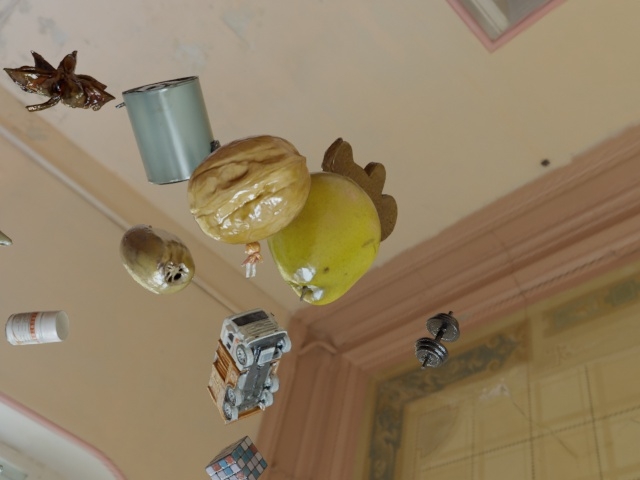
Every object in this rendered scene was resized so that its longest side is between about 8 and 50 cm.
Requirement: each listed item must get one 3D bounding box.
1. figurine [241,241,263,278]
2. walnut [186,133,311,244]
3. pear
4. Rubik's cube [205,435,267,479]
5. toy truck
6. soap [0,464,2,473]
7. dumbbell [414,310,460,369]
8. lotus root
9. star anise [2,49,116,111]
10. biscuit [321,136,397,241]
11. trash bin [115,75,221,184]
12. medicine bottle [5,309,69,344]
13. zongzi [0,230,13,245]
[{"bbox_3d":[-0.176,0.051,1.699,0.047,0.064,0.109,39,-50,47],"label":"figurine"},{"bbox_3d":[-0.110,-0.079,1.017,0.207,0.159,0.159,-28,-152,17],"label":"walnut"},{"bbox_3d":[-0.010,-0.009,1.489,0.285,0.284,0.336,-28,-176,41],"label":"pear"},{"bbox_3d":[-0.201,0.543,1.561,0.092,0.092,0.092,-35,180,24],"label":"Rubik's cube"},{"bbox_3d":[-0.244,0.392,2.089,0.207,0.173,0.387,46,-47,35],"label":"toy truck"},{"bbox_3d":[-0.674,0.412,1.125,0.063,0.198,0.114,27,-91,49],"label":"soap"},{"bbox_3d":[0.321,0.271,1.784,0.099,0.099,0.208,-21,-155,49],"label":"dumbbell"},{"bbox_3d":[-0.447,0.041,1.736,0.343,0.169,0.151,27,-84,55],"label":"lotus root"},{"bbox_3d":[-0.562,-0.342,1.435,0.196,0.213,0.111,-61,167,-48],"label":"star anise"},{"bbox_3d":[0.098,-0.102,1.864,0.064,0.432,0.282,18,-92,34],"label":"biscuit"},{"bbox_3d":[-0.417,-0.313,1.841,0.277,0.262,0.217,-6,-160,12],"label":"trash bin"},{"bbox_3d":[-0.494,0.152,1.136,0.089,0.057,0.057,-4,-149,2],"label":"medicine bottle"},{"bbox_3d":[-0.812,0.002,1.300,0.289,0.317,0.154,-49,177,12],"label":"zongzi"}]
